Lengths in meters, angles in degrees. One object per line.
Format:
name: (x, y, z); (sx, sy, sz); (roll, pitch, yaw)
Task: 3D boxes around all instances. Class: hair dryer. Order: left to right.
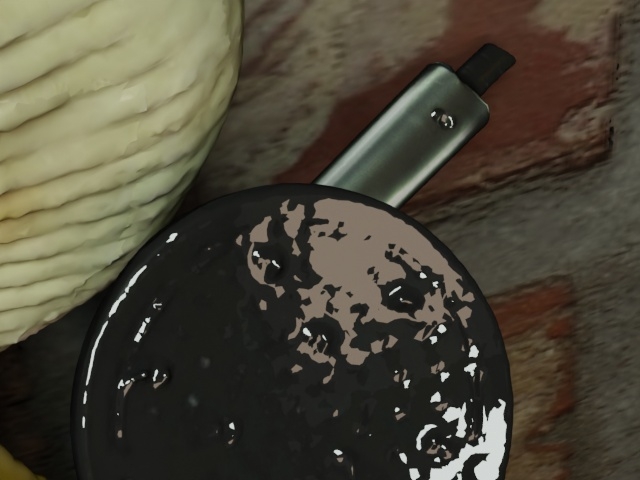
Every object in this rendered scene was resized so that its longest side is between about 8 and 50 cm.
hair dryer: (-0.007, -0.010, 0.518); (0.156, 0.320, 0.284); (32, 87, -15)

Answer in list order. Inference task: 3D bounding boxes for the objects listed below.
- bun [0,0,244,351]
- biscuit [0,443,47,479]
bun: (-0.213, -0.081, 0.381); (0.361, 0.213, 0.361); (-20, 153, -10)
biscuit: (-0.176, 0.233, 0.510); (0.335, 0.078, 0.329); (-24, 105, 17)
